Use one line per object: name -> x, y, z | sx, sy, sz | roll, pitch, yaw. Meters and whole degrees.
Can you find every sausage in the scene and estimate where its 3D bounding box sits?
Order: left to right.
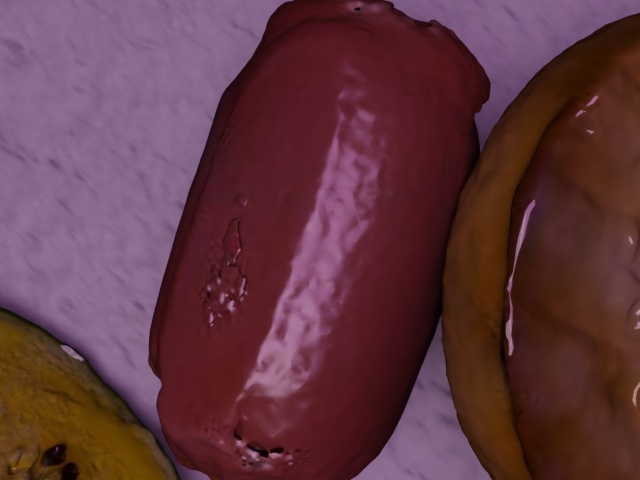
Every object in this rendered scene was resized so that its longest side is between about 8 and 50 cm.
sausage -> 0.000, 0.000, 0.448 | 0.152, 0.152, 0.279 | 19, 86, 1

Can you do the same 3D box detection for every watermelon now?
watermelon -> -0.182, 0.115, 0.449 | 0.301, 0.129, 0.123 | 40, 90, -3

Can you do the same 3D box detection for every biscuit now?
biscuit -> 0.191, 0.025, 0.439 | 0.297, 0.102, 0.296 | -3, 97, -26
